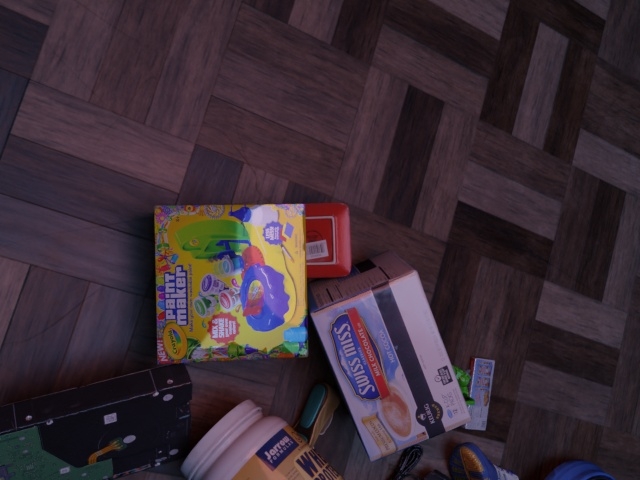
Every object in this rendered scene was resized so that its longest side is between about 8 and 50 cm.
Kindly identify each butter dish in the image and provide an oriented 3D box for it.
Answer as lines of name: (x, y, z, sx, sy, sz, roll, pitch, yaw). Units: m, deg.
butter dish: (0.000, 0.000, 1.410, 0.160, 0.118, 0.159, -2, 89, 18)

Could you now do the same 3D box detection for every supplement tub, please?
supplement tub: (-0.092, 0.485, 1.238, 0.316, 0.228, 0.228, 41, 71, 14)

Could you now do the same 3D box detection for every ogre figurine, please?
ogre figurine: (0.300, 0.380, 1.547, 0.118, 0.097, 0.196, 3, 76, -13)

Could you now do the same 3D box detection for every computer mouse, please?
computer mouse: (0.261, 0.633, 1.522, 0.262, 0.060, 0.184, 46, 73, -6)

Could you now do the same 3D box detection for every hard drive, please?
hard drive: (-0.407, 0.354, 1.173, 0.339, 0.064, 0.236, -12, 133, -25)

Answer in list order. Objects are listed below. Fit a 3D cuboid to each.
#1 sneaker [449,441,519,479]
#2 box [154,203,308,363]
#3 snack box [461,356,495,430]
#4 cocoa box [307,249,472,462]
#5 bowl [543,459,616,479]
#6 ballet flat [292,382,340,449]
sneaker: (0.423, 0.599, 1.605, 0.131, 0.112, 0.296, -39, 112, -32)
box: (-0.174, 0.078, 1.258, 0.279, 0.177, 0.289, -2, 90, -9)
snack box: (0.399, 0.387, 1.630, 0.064, 0.022, 0.178, 12, 84, -23)
cocoa box: (0.128, 0.233, 1.362, 0.228, 0.231, 0.347, -22, 101, -2)
bowl: (0.669, 0.775, 1.678, 0.391, 0.077, 0.390, -2, 94, -35)
ballet flat: (-0.025, 0.427, 1.410, 0.073, 0.080, 0.232, 41, 74, -35)
